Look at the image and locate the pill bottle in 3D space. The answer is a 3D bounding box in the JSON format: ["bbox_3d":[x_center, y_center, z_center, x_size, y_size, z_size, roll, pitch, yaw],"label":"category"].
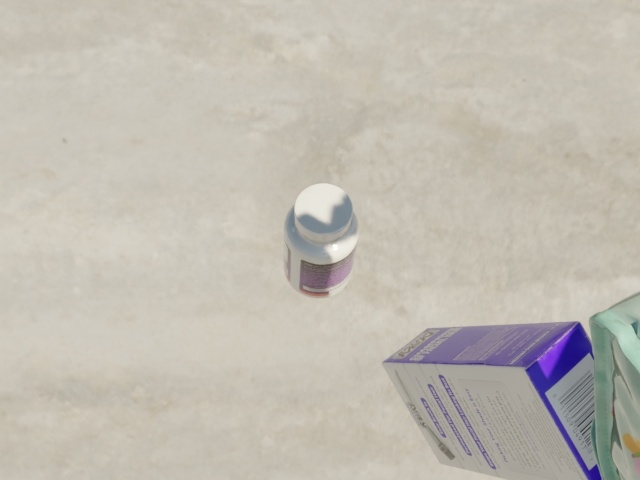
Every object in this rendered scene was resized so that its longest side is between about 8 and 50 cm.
[{"bbox_3d":[0.000,0.000,1.165,0.108,0.193,0.108,1,64,-2],"label":"pill bottle"}]

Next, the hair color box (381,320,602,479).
[{"bbox_3d":[0.237,0.211,1.059,0.110,0.339,0.185,-34,97,-26],"label":"hair color box"}]

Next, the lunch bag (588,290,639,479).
[{"bbox_3d":[0.290,0.111,0.489,0.223,0.262,0.160,-27,47,-3],"label":"lunch bag"}]
